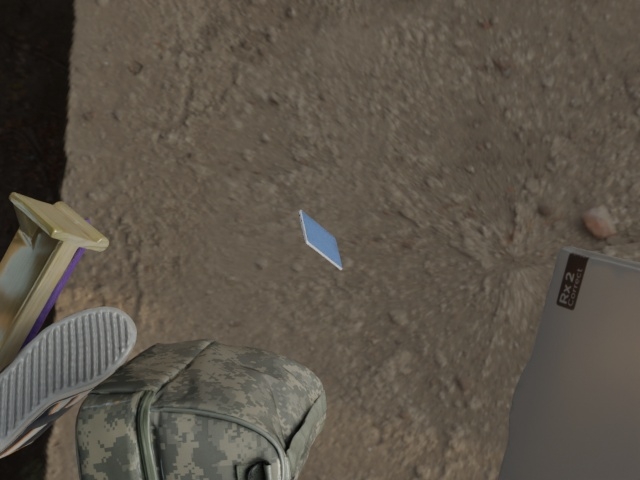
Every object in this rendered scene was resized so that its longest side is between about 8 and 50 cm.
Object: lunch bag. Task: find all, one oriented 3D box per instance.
[{"bbox_3d":[-0.135,0.252,1.059,0.255,0.305,0.213,-6,96,12],"label":"lunch bag"}]

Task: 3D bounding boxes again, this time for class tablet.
[{"bbox_3d":[0.000,0.000,1.035,0.006,0.083,0.054,-28,50,20],"label":"tablet"}]

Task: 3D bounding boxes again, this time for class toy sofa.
[{"bbox_3d":[-0.509,0.115,1.428,0.150,0.177,0.363,34,95,35],"label":"toy sofa"}]

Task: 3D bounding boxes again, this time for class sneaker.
[{"bbox_3d":[-0.441,0.226,1.316,0.321,0.127,0.126,-36,84,-28],"label":"sneaker"}]

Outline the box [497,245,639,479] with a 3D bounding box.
[{"bbox_3d":[0.191,0.113,0.402,0.119,0.182,0.181,12,95,-23],"label":"box"}]
